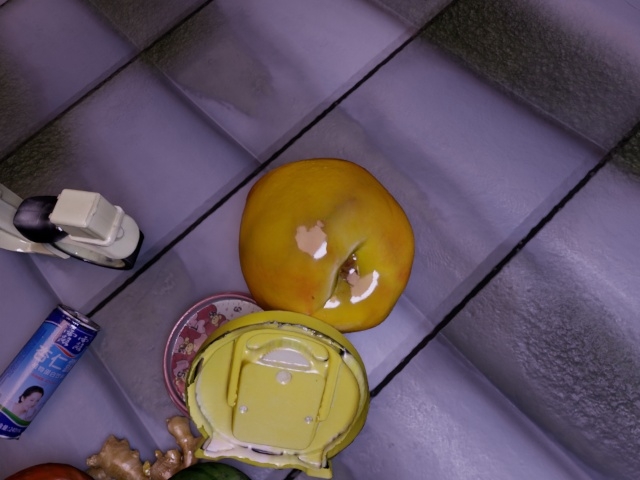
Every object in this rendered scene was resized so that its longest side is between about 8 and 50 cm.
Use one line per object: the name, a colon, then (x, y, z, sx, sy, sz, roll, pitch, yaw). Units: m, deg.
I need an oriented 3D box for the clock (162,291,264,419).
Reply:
clock: (-0.171, 0.210, 0.855, 0.244, 0.056, 0.245, -3, 67, 8)

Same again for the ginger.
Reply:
ginger: (-0.297, 0.385, 0.806, 0.176, 0.053, 0.193, 35, 76, 26)

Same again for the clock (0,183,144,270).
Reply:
clock: (-0.536, -0.037, 0.902, 0.378, 0.276, 0.120, 7, 68, 8)

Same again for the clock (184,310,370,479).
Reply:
clock: (-0.065, 0.233, 0.730, 0.276, 0.071, 0.294, 16, 114, -7)

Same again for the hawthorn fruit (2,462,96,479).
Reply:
hawthorn fruit: (-0.415, 0.467, 0.679, 0.300, 0.275, 0.275, -46, 68, -1)

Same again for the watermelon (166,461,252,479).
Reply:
watermelon: (-0.180, 0.436, 0.702, 0.214, 0.188, 0.188, -41, 60, 36)

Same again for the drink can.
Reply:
drink can: (-0.525, 0.241, 0.879, 0.097, 0.097, 0.235, 28, 74, 18)

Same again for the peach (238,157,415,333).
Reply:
peach: (0.004, 0.001, 0.806, 0.289, 0.289, 0.308, -35, 28, -6)
